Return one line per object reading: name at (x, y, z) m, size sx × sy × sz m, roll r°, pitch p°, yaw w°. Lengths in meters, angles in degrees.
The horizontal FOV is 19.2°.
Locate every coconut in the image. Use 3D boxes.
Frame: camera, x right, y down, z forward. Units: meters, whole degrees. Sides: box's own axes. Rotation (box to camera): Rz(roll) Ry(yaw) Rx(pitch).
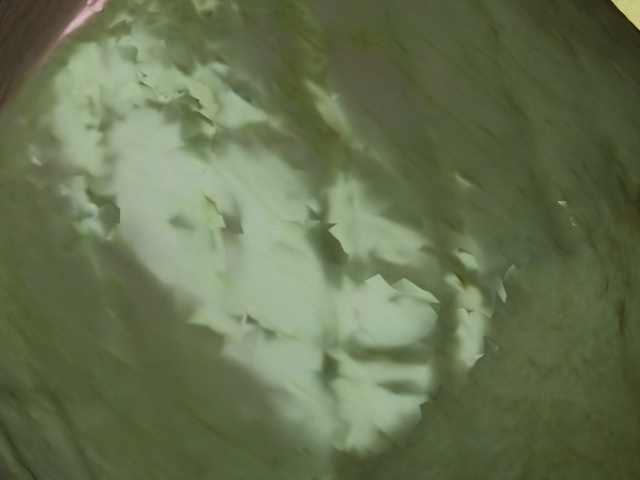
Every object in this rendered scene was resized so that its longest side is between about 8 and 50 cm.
coconut at (0.000, 0.000, 0.884) m, size 0.415 × 0.415 × 0.344 m, roll 46°, pitch 121°, yaw 17°
